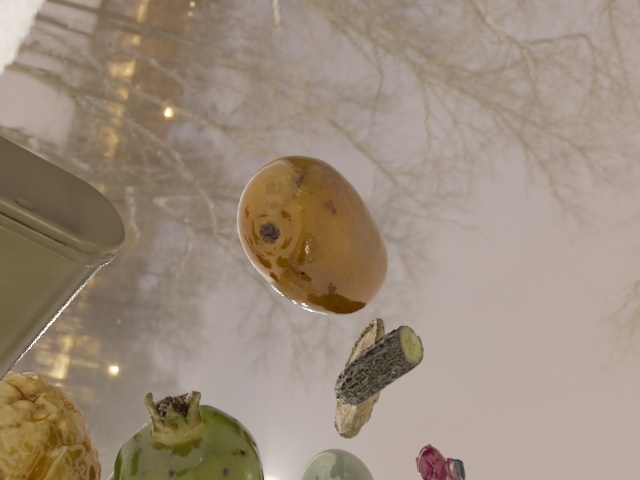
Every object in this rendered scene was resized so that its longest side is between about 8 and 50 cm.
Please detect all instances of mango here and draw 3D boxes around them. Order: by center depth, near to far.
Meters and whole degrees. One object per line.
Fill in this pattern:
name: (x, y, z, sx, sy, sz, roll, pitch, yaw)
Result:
mango: (0.000, 0.000, 2.102, 0.232, 0.445, 0.300, -14, -118, 28)

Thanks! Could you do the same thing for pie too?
pie: (0.090, 0.301, 2.208, 0.274, 0.055, 0.274, -163, -90, -84)

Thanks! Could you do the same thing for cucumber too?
cucumber: (0.089, 0.217, 1.697, 0.265, 0.077, 0.077, -43, -145, 49)

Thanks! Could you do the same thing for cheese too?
cheese: (0.245, 0.469, 2.071, 0.145, 0.038, 0.095, -9, -88, 55)

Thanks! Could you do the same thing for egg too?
egg: (0.044, 0.600, 2.256, 0.183, 0.182, 0.264, 122, -40, -58)

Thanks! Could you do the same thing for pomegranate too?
pomegranate: (-0.226, 0.383, 1.701, 0.260, 0.260, 0.341, -94, 177, -54)

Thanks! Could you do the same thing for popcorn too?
popcorn: (-0.607, 0.473, 2.057, 0.344, 0.353, 0.390, 58, 43, -52)

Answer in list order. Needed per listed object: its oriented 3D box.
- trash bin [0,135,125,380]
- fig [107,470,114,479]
trash bin: (-0.371, 0.020, 1.060, 0.247, 0.243, 0.121, -47, -148, 23)
fig: (-0.377, 0.581, 2.257, 0.203, 0.225, 0.203, -15, 90, -75)
